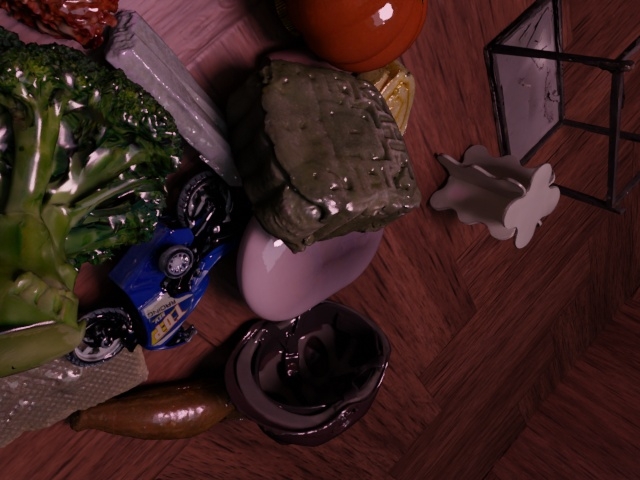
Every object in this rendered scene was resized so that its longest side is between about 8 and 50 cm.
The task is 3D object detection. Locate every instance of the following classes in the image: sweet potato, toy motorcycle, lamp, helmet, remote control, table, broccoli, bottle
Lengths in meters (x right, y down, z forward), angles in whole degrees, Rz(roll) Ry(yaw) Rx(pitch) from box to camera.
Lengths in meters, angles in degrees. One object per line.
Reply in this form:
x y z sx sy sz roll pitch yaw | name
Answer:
-0.235 0.274 0.739 0.286 0.085 0.112 1 158 -38 | sweet potato
-0.197 0.047 0.636 0.315 0.113 0.169 -54 145 -12 | toy motorcycle
0.041 -0.317 0.556 0.223 0.197 0.223 27 57 -54 | lamp
-0.025 0.246 0.805 0.305 0.225 0.177 -27 140 -34 | helmet
0.000 0.000 0.738 0.332 0.103 0.221 -24 129 -44 | remote control
0.326 -0.099 0.903 0.167 0.198 0.166 -19 125 -30 | table
-0.261 -0.033 0.420 0.298 0.297 0.297 -21 155 -10 | broccoli
0.524 -0.275 0.912 0.222 0.272 0.335 -42 133 -12 | table
-0.013 -0.247 0.650 0.140 0.053 0.053 -23 127 -28 | bottle

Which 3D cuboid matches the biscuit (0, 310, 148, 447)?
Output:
-0.364 0.181 0.611 0.252 0.052 0.150 -19 125 -31 | biscuit

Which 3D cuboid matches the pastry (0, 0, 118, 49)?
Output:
-0.278 -0.265 0.404 0.208 0.097 0.115 34 80 -43 | pastry

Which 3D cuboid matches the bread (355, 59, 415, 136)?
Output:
0.092 -0.213 0.747 0.117 0.064 0.156 6 109 -45 | bread

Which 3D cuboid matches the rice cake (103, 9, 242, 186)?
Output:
-0.160 -0.161 0.560 0.040 0.085 0.226 -23 135 19 | rice cake

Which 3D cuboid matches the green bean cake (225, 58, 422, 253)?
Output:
0.005 -0.106 0.595 0.227 0.125 0.222 -8 75 -39 | green bean cake
